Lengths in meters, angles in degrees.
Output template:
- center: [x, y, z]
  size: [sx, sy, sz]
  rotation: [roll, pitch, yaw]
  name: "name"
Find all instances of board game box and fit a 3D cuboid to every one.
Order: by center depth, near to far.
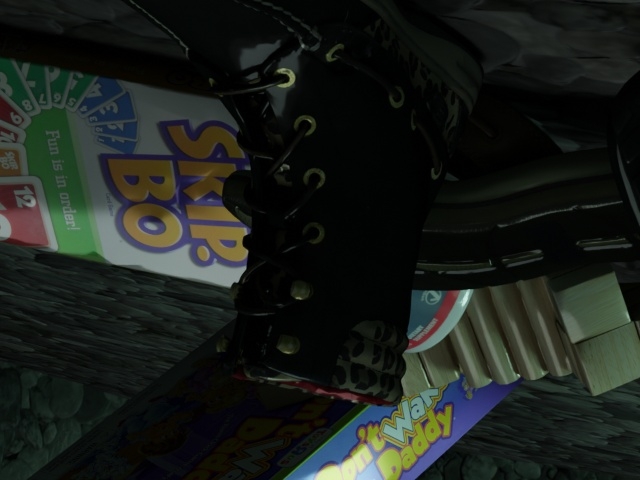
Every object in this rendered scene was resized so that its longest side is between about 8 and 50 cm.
- center: [-0.104, -0.042, 1.081]
  size: [0.259, 0.124, 0.039]
  rotation: [10, -148, 2]
  name: "board game box"
- center: [-0.027, 0.139, 1.437]
  size: [0.233, 0.347, 0.078]
  rotation: [4, 123, 46]
  name: "board game box"

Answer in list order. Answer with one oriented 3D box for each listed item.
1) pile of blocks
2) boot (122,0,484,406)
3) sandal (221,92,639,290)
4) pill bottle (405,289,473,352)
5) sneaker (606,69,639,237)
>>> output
- center: [0.092, 0.027, 1.329]
  size: [0.362, 0.149, 0.112]
  rotation: [-5, 119, 32]
  name: "pile of blocks"
- center: [-0.017, -0.029, 0.837]
  size: [0.085, 0.178, 0.236]
  rotation: [4, 168, 38]
  name: "boot"
- center: [0.099, -0.033, 0.993]
  size: [0.303, 0.086, 0.120]
  rotation: [-6, 160, 13]
  name: "sandal"
- center: [0.000, 0.000, 1.193]
  size: [0.180, 0.108, 0.108]
  rotation: [18, 168, -32]
  name: "pill bottle"
- center: [0.217, 0.041, 0.892]
  size: [0.283, 0.107, 0.124]
  rotation: [49, 164, -8]
  name: "sneaker"
